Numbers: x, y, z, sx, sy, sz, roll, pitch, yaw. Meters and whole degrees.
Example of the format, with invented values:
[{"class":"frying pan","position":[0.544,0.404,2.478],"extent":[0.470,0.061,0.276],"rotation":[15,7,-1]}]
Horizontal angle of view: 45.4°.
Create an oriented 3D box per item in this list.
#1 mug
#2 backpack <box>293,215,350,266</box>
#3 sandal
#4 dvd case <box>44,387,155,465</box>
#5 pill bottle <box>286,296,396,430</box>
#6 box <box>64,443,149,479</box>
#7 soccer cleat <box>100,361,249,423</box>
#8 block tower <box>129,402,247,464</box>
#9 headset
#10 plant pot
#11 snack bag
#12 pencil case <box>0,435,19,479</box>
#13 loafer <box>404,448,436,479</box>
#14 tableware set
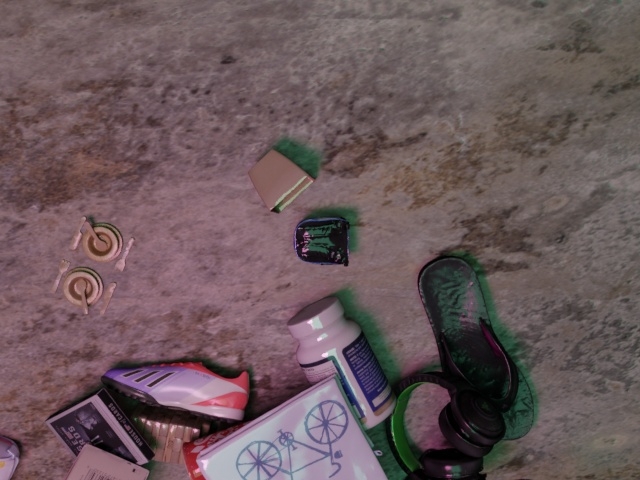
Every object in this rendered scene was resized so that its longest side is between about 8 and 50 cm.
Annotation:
[{"class":"mug","position":[-0.182,0.445,1.590],"extent":[0.169,0.150,0.113],"rotation":[-23,62,-2]},{"class":"backpack","position":[0.000,0.000,1.615],"extent":[0.114,0.084,0.105],"rotation":[0,98,-6]},{"class":"sandal","position":[0.330,0.250,1.647],"extent":[0.168,0.107,0.445],"rotation":[-26,98,3]},{"class":"dvd case","position":[-0.473,0.419,1.628],"extent":[0.239,0.029,0.179],"rotation":[-30,99,39]},{"class":"pill bottle","position":[0.041,0.263,1.620],"extent":[0.153,0.153,0.264],"rotation":[-26,98,3]},{"class":"box","position":[-0.466,0.553,1.605],"extent":[0.149,0.126,0.232],"rotation":[24,137,-2]},{"class":"soccer cleat","position":[-0.311,0.309,1.657],"extent":[0.318,0.108,0.116],"rotation":[13,74,1]},{"class":"block tower","position":[-0.247,0.441,1.671],"extent":[0.336,0.091,0.097],"rotation":[12,97,-2]},{"class":"headset","position":[0.314,0.428,1.588],"extent":[0.185,0.394,0.243],"rotation":[-1,112,-44]},{"class":"plant pot","position":[-0.087,-0.129,1.589],"extent":[0.109,0.109,0.096],"rotation":[-42,85,5]},{"class":"snack bag","position":[-0.026,0.489,1.521],"extent":[0.323,0.037,0.342],"rotation":[-30,96,-11]},{"class":"pencil case","position":[-0.748,0.562,1.665],"extent":[0.124,0.113,0.273],"rotation":[20,97,13]},{"class":"loafer","position":[0.222,0.552,1.712],"extent":[0.062,0.061,0.170],"rotation":[22,98,-5]},{"class":"tableware set","position":[-0.492,0.055,1.635],"extent":[0.128,0.039,0.194],"rotation":[24,97,-5]}]
